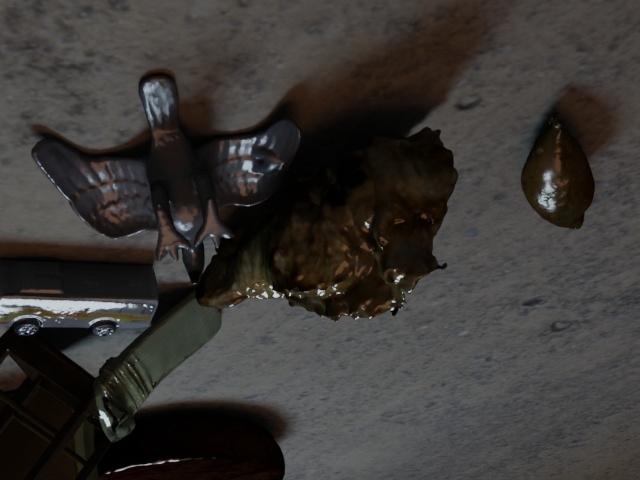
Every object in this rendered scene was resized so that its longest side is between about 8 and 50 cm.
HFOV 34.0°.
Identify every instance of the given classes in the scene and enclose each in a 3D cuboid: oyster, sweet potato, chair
[{"bbox_3d":[0.001,-0.007,1.055,0.133,0.197,0.337,42,144,-18],"label":"oyster"},{"bbox_3d":[0.258,-0.050,1.128,0.075,0.074,0.269,-17,156,11],"label":"sweet potato"},{"bbox_3d":[-0.290,0.163,1.283,0.186,0.319,0.160,30,158,19],"label":"chair"}]

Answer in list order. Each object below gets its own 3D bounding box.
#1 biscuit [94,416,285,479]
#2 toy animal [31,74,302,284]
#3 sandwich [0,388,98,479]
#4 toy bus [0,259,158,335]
[{"bbox_3d":[-0.264,0.389,1.770,0.408,0.091,0.407,-8,155,-4],"label":"biscuit"},{"bbox_3d":[-0.139,-0.049,0.984,0.239,0.176,0.255,-9,119,-10],"label":"toy animal"},{"bbox_3d":[-0.429,0.312,1.451,0.220,0.186,0.108,-11,151,2],"label":"sandwich"},{"bbox_3d":[-0.276,0.062,1.158,0.191,0.064,0.075,4,144,-27],"label":"toy bus"}]
